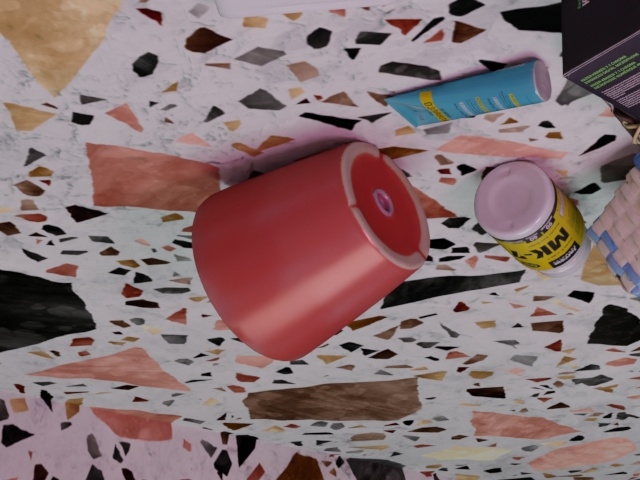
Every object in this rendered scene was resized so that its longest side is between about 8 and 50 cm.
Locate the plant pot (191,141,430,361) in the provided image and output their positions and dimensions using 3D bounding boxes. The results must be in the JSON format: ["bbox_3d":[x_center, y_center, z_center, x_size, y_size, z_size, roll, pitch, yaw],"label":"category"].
[{"bbox_3d":[0.000,0.000,1.986,0.243,0.275,0.275,-30,145,30],"label":"plant pot"}]

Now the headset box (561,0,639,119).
[{"bbox_3d":[0.364,-0.239,1.409,0.283,0.246,0.131,24,146,-30],"label":"headset box"}]

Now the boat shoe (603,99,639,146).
[{"bbox_3d":[0.425,-0.148,1.723,0.324,0.096,0.117,35,147,-20],"label":"boat shoe"}]

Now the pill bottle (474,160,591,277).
[{"bbox_3d":[0.316,-0.025,2.086,0.119,0.119,0.208,-14,154,26],"label":"pill bottle"}]

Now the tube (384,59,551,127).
[{"bbox_3d":[0.189,-0.182,1.815,0.207,0.052,0.080,-10,146,33],"label":"tube"}]

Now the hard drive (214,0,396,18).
[{"bbox_3d":[-0.032,-0.331,1.462,0.203,0.040,0.307,-4,156,6],"label":"hard drive"}]

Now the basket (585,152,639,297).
[{"bbox_3d":[0.539,-0.043,1.978,0.255,0.201,0.289,14,121,-47],"label":"basket"}]
